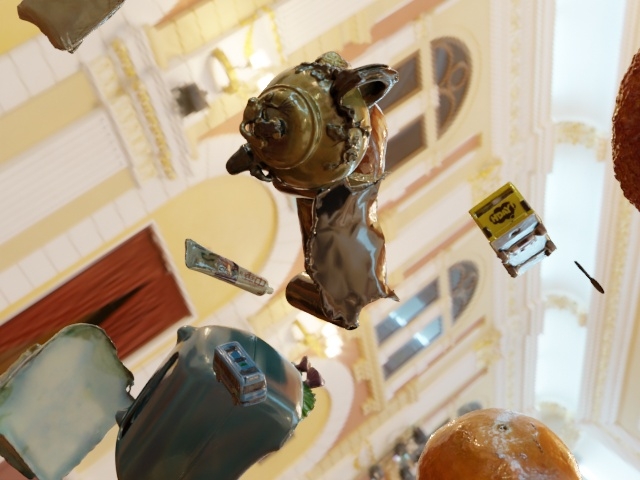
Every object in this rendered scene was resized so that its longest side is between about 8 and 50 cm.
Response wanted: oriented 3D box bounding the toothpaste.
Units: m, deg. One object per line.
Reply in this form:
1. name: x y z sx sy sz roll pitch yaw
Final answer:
1. toothpaste: -0.174 0.063 1.646 0.038 0.060 0.233 -21 -35 36

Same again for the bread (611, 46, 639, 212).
1. bread: 0.362 -0.141 0.820 0.139 0.095 0.269 12 -65 6

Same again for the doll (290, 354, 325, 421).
1. doll: -0.050 0.250 1.423 0.050 0.115 0.190 59 -9 -21

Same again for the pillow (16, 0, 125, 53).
1. pillow: -0.374 -0.394 1.350 0.119 0.208 0.053 46 -5 4

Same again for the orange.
1. orange: 0.304 0.415 1.464 0.284 0.283 0.226 30 -57 49

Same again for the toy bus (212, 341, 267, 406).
1. toy bus: -0.097 0.161 1.027 0.083 0.038 0.046 42 -45 47

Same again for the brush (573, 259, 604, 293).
1. brush: 0.513 0.070 1.624 0.083 0.008 0.024 49 -13 10

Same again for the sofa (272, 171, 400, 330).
1. sofa: 0.000 0.000 1.390 0.200 0.182 0.259 17 -62 55

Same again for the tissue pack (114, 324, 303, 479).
1. tissue pack: -0.178 0.270 1.259 0.206 0.287 0.198 32 18 -14

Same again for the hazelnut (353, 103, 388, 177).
1. hazelnut: 0.036 -0.185 1.603 0.210 0.186 0.210 -175 -90 -80

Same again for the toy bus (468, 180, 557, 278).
1. toy bus: 0.264 -0.007 1.157 0.074 0.081 0.226 56 12 22

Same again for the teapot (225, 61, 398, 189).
1. teapot: -0.021 -0.159 1.143 0.269 0.182 0.173 -30 -100 32

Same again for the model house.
1. model house: -0.533 0.290 1.641 0.241 0.261 0.226 2 -50 49

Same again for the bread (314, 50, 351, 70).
1. bread: 0.007 -0.332 1.802 0.069 0.140 0.128 33 18 1
